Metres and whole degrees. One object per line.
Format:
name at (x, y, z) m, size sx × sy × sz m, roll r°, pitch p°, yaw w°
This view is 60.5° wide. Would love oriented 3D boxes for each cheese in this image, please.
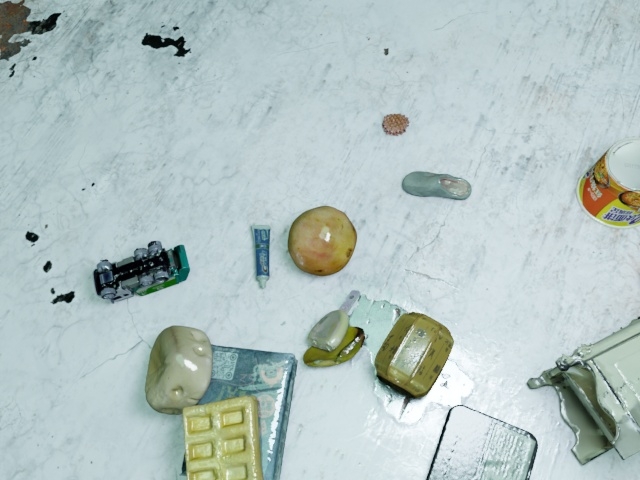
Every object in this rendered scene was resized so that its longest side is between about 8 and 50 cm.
cheese at (0.047, 0.200, 1.422) m, size 0.097 × 0.037 × 0.192 m, roll 6°, pitch 45°, yaw 40°
cheese at (-0.352, 0.320, 1.348) m, size 0.117 × 0.235 × 0.217 m, roll 21°, pitch 82°, yaw -29°

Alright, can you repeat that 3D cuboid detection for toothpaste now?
toothpaste at (-0.164, 0.042, 1.540) m, size 0.057 × 0.034 × 0.197 m, roll 0°, pitch 64°, yaw -10°

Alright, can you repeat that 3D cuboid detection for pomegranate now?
pomegranate at (0.001, 0.000, 1.458) m, size 0.192 × 0.191 × 0.191 m, roll -3°, pitch 66°, yaw 6°

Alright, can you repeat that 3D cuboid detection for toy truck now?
toy truck at (-0.485, 0.090, 1.511) m, size 0.254 × 0.124 × 0.114 m, roll -20°, pitch 65°, yaw 0°

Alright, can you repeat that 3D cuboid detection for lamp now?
lamp at (0.225, 0.274, 1.323) m, size 0.161 × 0.161 × 0.185 m, roll 26°, pitch 73°, yaw 17°

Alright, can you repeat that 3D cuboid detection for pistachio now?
pistachio at (0.041, 0.282, 1.395) m, size 0.173 × 0.049 × 0.089 m, roll -27°, pitch 34°, yaw 0°

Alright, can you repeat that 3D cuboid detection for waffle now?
waffle at (0.229, -0.354, 1.670) m, size 0.083 × 0.029 × 0.075 m, roll 10°, pitch 68°, yaw 9°
waffle at (-0.215, 0.488, 1.217) m, size 0.168 × 0.057 × 0.273 m, roll -10°, pitch 67°, yaw 3°

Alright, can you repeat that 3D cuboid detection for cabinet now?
cabinet at (0.664, 0.302, 1.179) m, size 0.318 × 0.290 × 0.227 m, roll -26°, pitch 66°, yaw -4°

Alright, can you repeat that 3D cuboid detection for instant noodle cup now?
instant noodle cup at (0.800, -0.159, 1.429) m, size 0.214 × 0.174 × 0.213 m, roll -3°, pitch 66°, yaw 7°

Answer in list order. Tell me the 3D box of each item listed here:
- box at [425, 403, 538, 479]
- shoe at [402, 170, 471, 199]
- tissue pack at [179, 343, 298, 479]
box at (0.341, 0.567, 1.229) m, size 0.212 × 0.058 × 0.349 m, roll 21°, pitch 70°, yaw 13°
shoe at (0.331, -0.164, 1.545) m, size 0.195 × 0.078 × 0.079 m, roll 12°, pitch 69°, yaw 8°
tissue pack at (-0.192, 0.421, 1.336) m, size 0.228 × 0.103 × 0.315 m, roll 4°, pitch 66°, yaw 12°
